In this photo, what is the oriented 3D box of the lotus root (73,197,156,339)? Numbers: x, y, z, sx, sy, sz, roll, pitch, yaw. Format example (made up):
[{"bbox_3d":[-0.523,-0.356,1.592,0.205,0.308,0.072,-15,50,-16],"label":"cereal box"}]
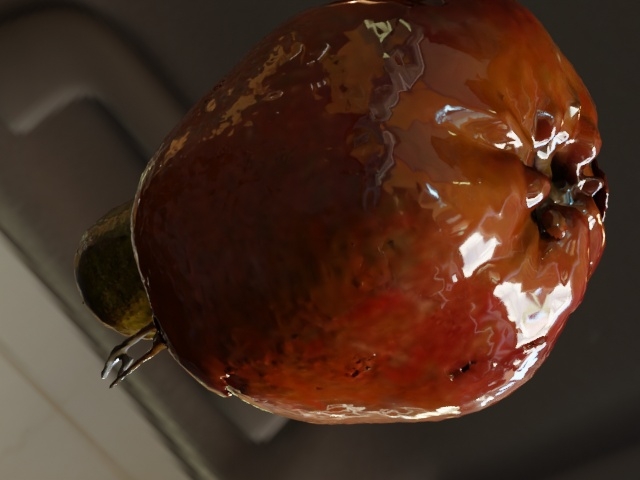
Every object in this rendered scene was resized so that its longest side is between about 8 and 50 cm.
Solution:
[{"bbox_3d":[-0.099,0.002,1.331,0.108,0.094,0.191,13,-30,-24],"label":"lotus root"}]

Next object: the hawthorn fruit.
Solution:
[{"bbox_3d":[0.000,0.000,0.965,0.299,0.211,0.211,-26,-68,27],"label":"hawthorn fruit"}]
